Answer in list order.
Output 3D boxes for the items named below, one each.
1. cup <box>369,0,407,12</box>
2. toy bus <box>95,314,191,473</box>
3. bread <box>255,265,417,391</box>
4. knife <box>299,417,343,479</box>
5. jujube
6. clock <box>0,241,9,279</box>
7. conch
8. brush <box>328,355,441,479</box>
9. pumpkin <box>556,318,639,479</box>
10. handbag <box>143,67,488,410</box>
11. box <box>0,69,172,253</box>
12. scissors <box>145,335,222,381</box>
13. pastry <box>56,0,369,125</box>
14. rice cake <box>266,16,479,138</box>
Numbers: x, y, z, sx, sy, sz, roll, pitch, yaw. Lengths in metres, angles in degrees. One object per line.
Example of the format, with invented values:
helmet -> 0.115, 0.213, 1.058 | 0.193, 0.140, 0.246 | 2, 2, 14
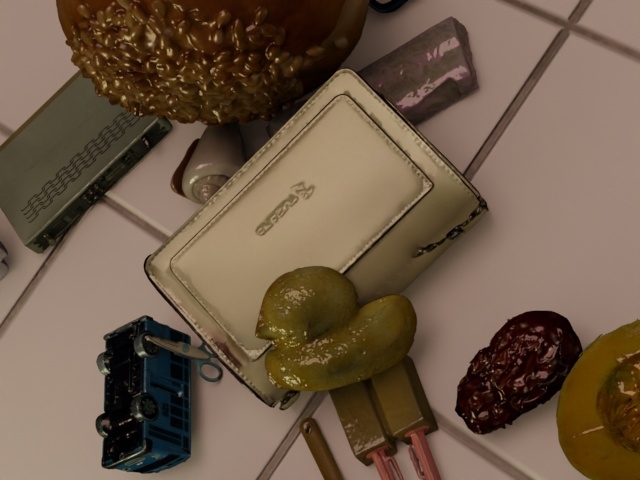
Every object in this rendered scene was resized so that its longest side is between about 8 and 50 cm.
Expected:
cup -> 0.078, -0.391, 1.999 | 0.138, 0.113, 0.150 | -20, 58, 22
toy bus -> -0.217, 0.200, 1.890 | 0.090, 0.106, 0.185 | -25, 54, 34
bread -> 0.019, 0.100, 1.725 | 0.187, 0.065, 0.149 | -12, 101, -1
knife -> 0.037, 0.306, 1.755 | 0.046, 0.022, 0.256 | -33, 56, 7
jujube -> 0.218, 0.144, 1.685 | 0.166, 0.104, 0.104 | -37, 55, 19
clock -> -0.579, -0.026, 2.156 | 0.189, 0.189, 0.254 | -39, 56, 8
conch -> -0.147, -0.110, 2.008 | 0.104, 0.094, 0.176 | 123, 144, -46
brush -> 0.093, 0.248, 1.734 | 0.103, 0.047, 0.233 | -29, 57, 12
pumpkin -> 0.369, 0.189, 1.583 | 0.217, 0.110, 0.217 | -19, 47, 23
handbag -> 0.000, 0.000, 1.827 | 0.358, 0.160, 0.237 | -44, 72, 6
box -> -0.353, -0.129, 2.157 | 0.270, 0.045, 0.211 | -44, 54, 4
scissors -> -0.169, 0.138, 1.892 | 0.014, 0.119, 0.058 | -17, 57, 48
pastry -> -0.132, -0.282, 1.878 | 0.409, 0.409, 0.245 | -10, 72, 25
rice cake -> 0.066, -0.175, 1.943 | 0.298, 0.050, 0.106 | -28, 57, 15
